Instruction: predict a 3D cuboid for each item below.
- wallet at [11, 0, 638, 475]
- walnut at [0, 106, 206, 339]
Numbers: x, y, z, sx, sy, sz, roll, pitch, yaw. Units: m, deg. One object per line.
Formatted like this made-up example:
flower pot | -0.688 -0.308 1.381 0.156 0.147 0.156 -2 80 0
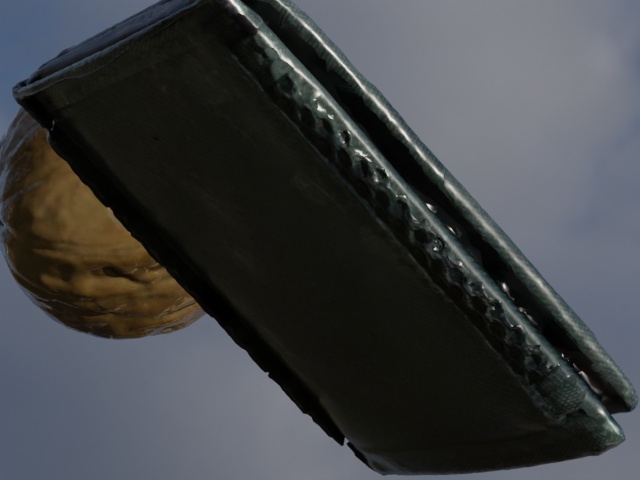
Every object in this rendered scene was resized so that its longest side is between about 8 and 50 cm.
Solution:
wallet | 0.000 0.000 1.050 0.342 0.075 0.237 47 -34 -18
walnut | -0.148 -0.033 1.465 0.228 0.228 0.228 21 -35 15
